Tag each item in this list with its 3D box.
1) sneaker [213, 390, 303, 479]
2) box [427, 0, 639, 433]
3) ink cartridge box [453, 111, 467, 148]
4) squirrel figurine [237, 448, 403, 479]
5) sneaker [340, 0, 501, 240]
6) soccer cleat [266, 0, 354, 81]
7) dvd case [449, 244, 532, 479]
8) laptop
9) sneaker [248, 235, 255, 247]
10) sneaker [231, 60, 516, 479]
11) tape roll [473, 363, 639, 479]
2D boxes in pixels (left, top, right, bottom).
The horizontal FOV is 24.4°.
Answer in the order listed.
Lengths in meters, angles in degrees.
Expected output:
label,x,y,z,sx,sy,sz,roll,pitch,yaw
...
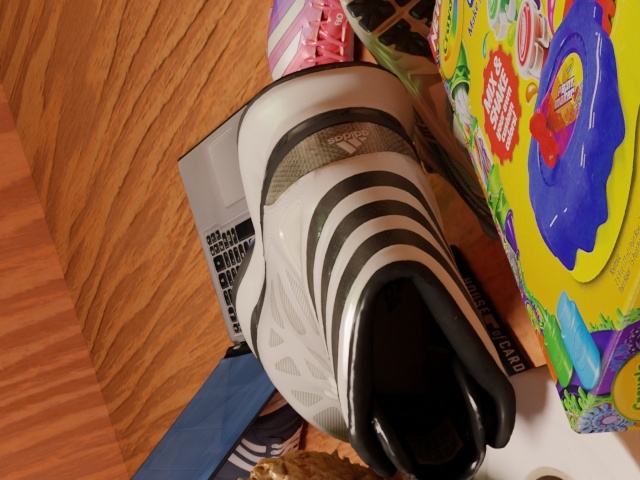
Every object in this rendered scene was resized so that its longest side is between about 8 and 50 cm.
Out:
label,x,y,z,sx,sy,sz,roll,pitch,yaw
sneaker,-0.056,0.258,1.782,0.153,0.099,0.282,55,143,5
box,0.185,-0.114,0.668,0.290,0.177,0.279,98,163,-48
ink cartridge box,0.145,-0.129,0.932,0.063,0.109,0.150,44,145,47
squirrel figurine,0.050,0.322,1.300,0.397,0.281,0.370,82,171,-46
sneaker,0.086,-0.115,1.106,0.122,0.110,0.283,98,149,-55
soccer cleat,0.002,-0.205,1.300,0.095,0.083,0.248,38,138,50
dvd case,0.127,0.144,1.305,0.238,0.030,0.179,100,147,-52
laptop,-0.159,0.088,1.713,0.382,0.236,0.407,-23,84,69
sneaker,0.000,0.000,1.384,0.296,0.131,0.112,99,150,-46
sneaker,0.034,0.103,1.100,0.447,0.169,0.257,81,174,-55
tape roll,0.217,0.212,1.021,0.286,0.100,0.286,52,151,44
